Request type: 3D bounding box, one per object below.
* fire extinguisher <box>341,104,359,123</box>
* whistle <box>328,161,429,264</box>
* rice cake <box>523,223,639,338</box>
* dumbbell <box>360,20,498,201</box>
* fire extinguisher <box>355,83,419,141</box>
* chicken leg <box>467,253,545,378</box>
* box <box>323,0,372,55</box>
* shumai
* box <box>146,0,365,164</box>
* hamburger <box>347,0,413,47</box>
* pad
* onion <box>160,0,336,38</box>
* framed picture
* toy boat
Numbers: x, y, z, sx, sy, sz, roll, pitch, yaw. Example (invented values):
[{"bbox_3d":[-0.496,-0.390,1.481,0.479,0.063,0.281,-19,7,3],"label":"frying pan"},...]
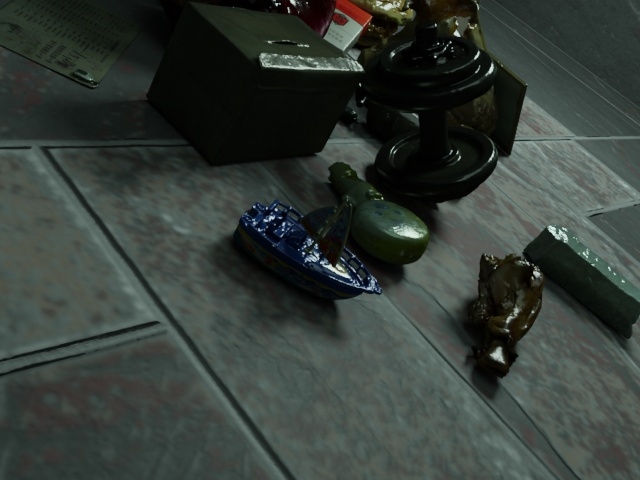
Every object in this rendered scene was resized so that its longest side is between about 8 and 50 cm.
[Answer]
[{"bbox_3d":[0.041,-0.221,1.243,0.083,0.025,0.038,47,9,24],"label":"fire extinguisher"},{"bbox_3d":[0.066,-0.036,0.970,0.104,0.057,0.198,0,35,-36],"label":"whistle"},{"bbox_3d":[0.419,0.057,1.141,0.206,0.069,0.063,40,30,16],"label":"rice cake"},{"bbox_3d":[0.163,-0.179,1.074,0.191,0.290,0.192,-7,36,5],"label":"dumbbell"},{"bbox_3d":[0.161,-0.188,1.242,0.267,0.089,0.072,37,54,8],"label":"fire extinguisher"},{"bbox_3d":[0.228,0.084,0.904,0.085,0.101,0.207,7,34,19],"label":"chicken leg"},{"bbox_3d":[0.029,-0.432,1.480,0.100,0.048,0.152,34,49,0],"label":"box"},{"bbox_3d":[0.255,-0.360,1.419,0.314,0.262,0.267,33,31,-2],"label":"shumai"},{"bbox_3d":[-0.082,-0.213,0.984,0.149,0.155,0.231,44,33,21],"label":"box"},{"bbox_3d":[0.078,-0.558,1.668,0.259,0.145,0.283,4,45,-44],"label":"hamburger"},{"bbox_3d":[-0.347,-0.294,1.003,0.159,0.009,0.265,24,30,-13],"label":"pad"},{"bbox_3d":[-0.122,-0.405,1.173,0.313,0.232,0.314,10,68,-27],"label":"onion"},{"bbox_3d":[0.359,-0.283,1.493,0.010,0.201,0.136,-30,58,-15],"label":"framed picture"},{"bbox_3d":[0.000,0.000,0.788,0.175,0.110,0.091,35,30,2],"label":"toy boat"}]
